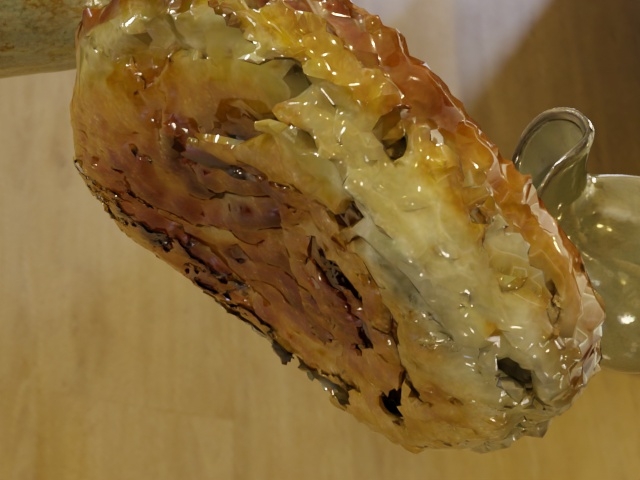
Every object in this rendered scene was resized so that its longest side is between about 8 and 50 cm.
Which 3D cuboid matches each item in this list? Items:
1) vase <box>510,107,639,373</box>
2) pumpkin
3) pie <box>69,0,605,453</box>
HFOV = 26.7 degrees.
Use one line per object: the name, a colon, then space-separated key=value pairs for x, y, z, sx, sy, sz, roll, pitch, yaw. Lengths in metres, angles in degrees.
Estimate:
vase: x=0.312 y=0.040 z=1.663 sx=0.302 sy=0.329 sz=0.241 roll=33 pitch=31 yaw=-17
pumpkin: x=-0.289 y=-0.339 z=1.411 sx=0.199 sy=0.332 sz=0.332 roll=-8 pitch=74 yaw=-6
pie: x=0.001 y=-0.001 z=0.619 sx=0.085 sy=0.308 sz=0.308 roll=-47 pitch=107 yaw=-21
